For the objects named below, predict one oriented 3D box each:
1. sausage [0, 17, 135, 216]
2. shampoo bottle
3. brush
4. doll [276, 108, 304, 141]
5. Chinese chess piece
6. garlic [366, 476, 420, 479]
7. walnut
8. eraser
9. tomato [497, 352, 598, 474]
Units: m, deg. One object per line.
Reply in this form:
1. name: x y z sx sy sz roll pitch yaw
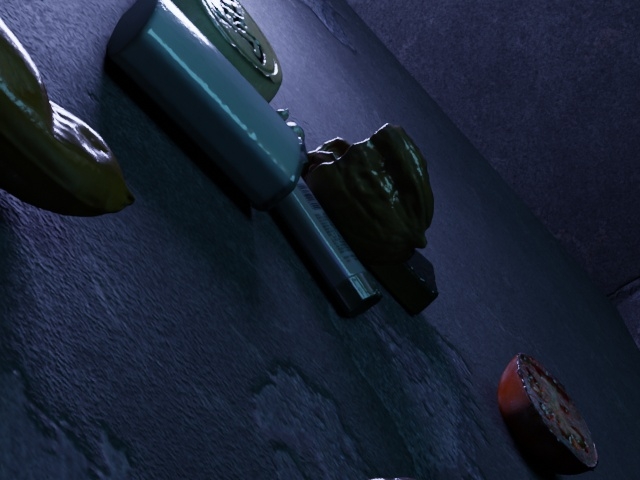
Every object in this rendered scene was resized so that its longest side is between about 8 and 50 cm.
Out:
1. sausage: -0.301 -0.135 1.249 0.354 0.116 0.134 49 0 -25
2. shampoo bottle: 0.000 0.000 1.964 0.227 0.056 0.086 55 15 12
3. brush: 0.109 0.018 2.251 0.197 0.059 0.123 47 14 -20
4. doll: -0.058 -0.160 2.162 0.083 0.076 0.050 31 -10 -38
5. Chinese chess piece: -0.161 -0.295 2.090 0.250 0.101 0.250 48 16 -18
6. garlic: 0.095 0.306 1.433 0.159 0.102 0.147 49 16 -10
7. walnut: 0.052 -0.054 2.053 0.141 0.238 0.204 -14 92 -32
8. eraser: -0.148 -0.188 1.868 0.290 0.104 0.189 46 20 -22
9. tomato: 0.361 0.297 2.317 0.225 0.085 0.225 48 18 -21
